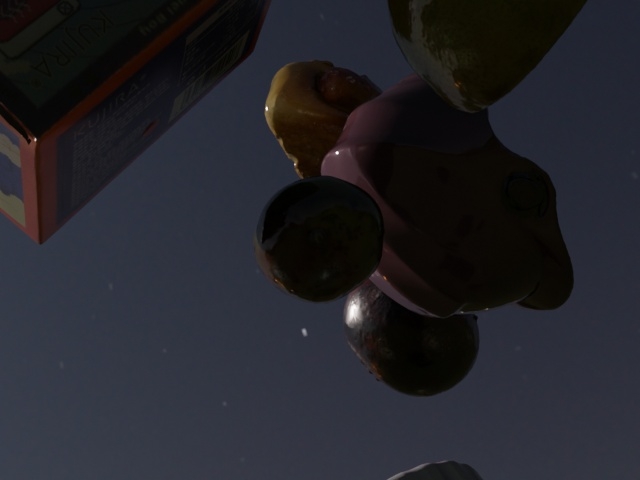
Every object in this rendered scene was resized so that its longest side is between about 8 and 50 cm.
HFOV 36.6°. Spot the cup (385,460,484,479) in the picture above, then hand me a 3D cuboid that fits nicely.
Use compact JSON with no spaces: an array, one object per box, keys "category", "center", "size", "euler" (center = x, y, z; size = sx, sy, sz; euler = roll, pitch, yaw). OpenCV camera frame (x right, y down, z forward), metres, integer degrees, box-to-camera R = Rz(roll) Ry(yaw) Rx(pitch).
[{"category":"cup","center":[0.108,0.269,0.714],"size":[0.167,0.202,0.221],"euler":[-16,-43,-20]}]

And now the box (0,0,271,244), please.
[{"category":"box","center":[-0.262,-0.248,0.934],"size":[0.348,0.318,0.257],"euler":[-46,-2,-25]}]

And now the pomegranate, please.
[{"category":"pomegranate","center":[0.001,0.002,0.910],"size":[0.130,0.130,0.130],"euler":[-14,-36,-10]}]

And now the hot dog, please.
[{"category":"hot dog","center":[0.040,-0.143,1.359],"size":[0.153,0.150,0.256],"euler":[-11,-42,22]}]

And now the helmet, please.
[{"category":"helmet","center":[0.130,-0.027,1.161],"size":[0.197,0.338,0.271],"euler":[-26,-3,-23]}]

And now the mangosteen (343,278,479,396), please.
[{"category":"mangosteen","center":[0.172,0.119,1.557],"size":[0.261,0.235,0.235],"euler":[-46,-39,4]}]

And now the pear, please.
[{"category":"pear","center":[0.093,-0.154,0.580],"size":[0.104,0.141,0.141],"euler":[35,-55,-6]}]
